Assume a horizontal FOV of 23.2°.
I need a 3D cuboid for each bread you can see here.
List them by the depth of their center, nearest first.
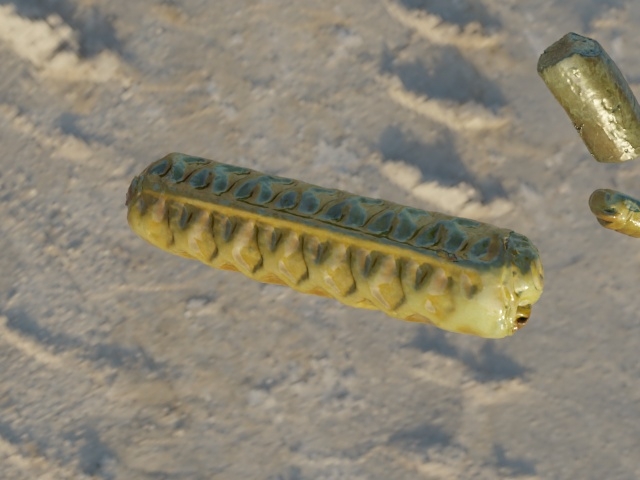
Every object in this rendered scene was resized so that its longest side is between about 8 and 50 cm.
[{"bbox_3d":[0.001,-0.001,1.207,0.077,0.367,0.084,-6,108,-60],"label":"bread"},{"bbox_3d":[0.270,-0.019,1.338,0.088,0.049,0.034,19,98,-21],"label":"bread"}]

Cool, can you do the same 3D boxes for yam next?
[{"bbox_3d":[0.170,-0.083,0.949,0.094,0.043,0.043,54,48,-26],"label":"yam"}]
